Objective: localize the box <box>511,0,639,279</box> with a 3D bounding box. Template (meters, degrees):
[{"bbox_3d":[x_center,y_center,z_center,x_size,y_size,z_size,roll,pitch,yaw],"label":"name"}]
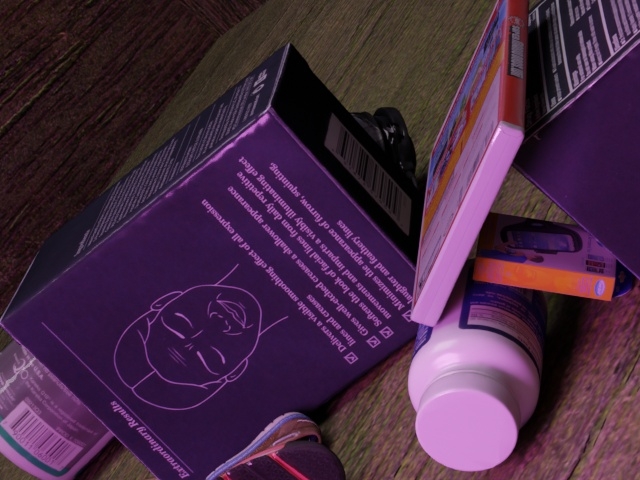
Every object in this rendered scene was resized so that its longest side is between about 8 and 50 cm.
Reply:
[{"bbox_3d":[0.321,-0.168,1.499,0.294,0.183,0.296,-42,16,22],"label":"box"}]

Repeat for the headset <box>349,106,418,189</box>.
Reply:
[{"bbox_3d":[0.028,-0.111,2.063,0.394,0.185,0.243,18,25,40],"label":"headset"}]

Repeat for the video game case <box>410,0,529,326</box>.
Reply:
[{"bbox_3d":[0.133,-0.083,1.496,0.285,0.025,0.204,-78,9,-57],"label":"video game case"}]

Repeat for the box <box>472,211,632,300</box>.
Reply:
[{"bbox_3d":[0.204,0.014,1.489,0.081,0.136,0.028,-72,-13,-58],"label":"box"}]

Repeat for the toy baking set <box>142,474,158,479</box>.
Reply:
[{"bbox_3d":[-0.132,0.222,2.076,0.256,0.030,0.197,-36,18,36],"label":"toy baking set"}]

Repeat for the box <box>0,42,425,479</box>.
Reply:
[{"bbox_3d":[-0.093,0.038,1.870,0.395,0.293,0.212,-37,17,19],"label":"box"}]

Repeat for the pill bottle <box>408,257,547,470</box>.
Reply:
[{"bbox_3d":[0.133,0.107,1.462,0.112,0.112,0.187,-39,16,29],"label":"pill bottle"}]

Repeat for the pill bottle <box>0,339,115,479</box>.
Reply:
[{"bbox_3d":[-0.303,0.152,2.402,0.361,0.204,0.204,-45,15,9],"label":"pill bottle"}]

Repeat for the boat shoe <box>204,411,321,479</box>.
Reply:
[{"bbox_3d":[-0.070,0.250,1.755,0.183,0.066,0.066,-50,16,-8],"label":"boat shoe"}]

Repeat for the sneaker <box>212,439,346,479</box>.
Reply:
[{"bbox_3d":[-0.108,0.302,1.642,0.314,0.116,0.136,-44,5,-1],"label":"sneaker"}]
